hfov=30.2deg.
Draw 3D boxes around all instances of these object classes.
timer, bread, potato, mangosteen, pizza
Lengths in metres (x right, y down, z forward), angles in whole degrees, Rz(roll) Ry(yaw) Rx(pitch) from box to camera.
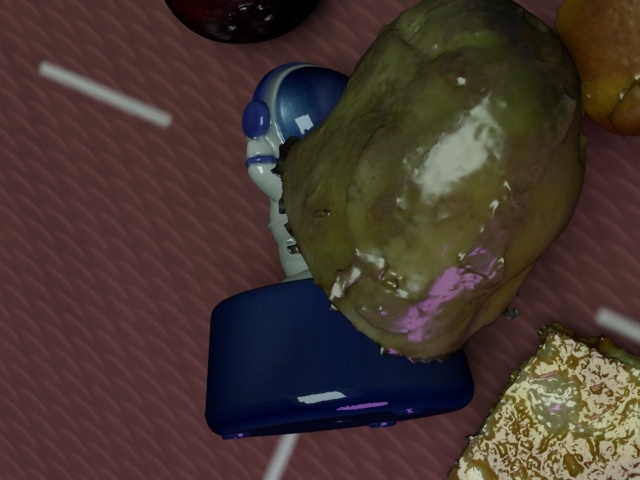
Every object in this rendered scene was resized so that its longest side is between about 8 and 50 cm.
[{"bbox_3d":[0.000,0.000,1.216,0.270,0.270,0.384,-11,78,18],"label":"timer"},{"bbox_3d":[0.356,-0.192,1.073,0.288,0.156,0.204,-13,110,31],"label":"bread"},{"bbox_3d":[0.130,-0.078,1.055,0.289,0.301,0.237,60,142,14],"label":"potato"},{"bbox_3d":[-0.087,-0.303,1.249,0.199,0.200,0.200,1,95,17],"label":"mangosteen"},{"bbox_3d":[0.278,0.190,1.210,0.335,0.086,0.226,-16,85,16],"label":"pizza"}]
